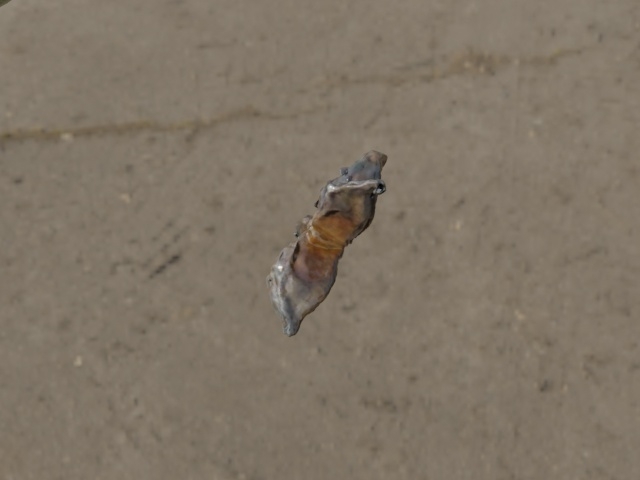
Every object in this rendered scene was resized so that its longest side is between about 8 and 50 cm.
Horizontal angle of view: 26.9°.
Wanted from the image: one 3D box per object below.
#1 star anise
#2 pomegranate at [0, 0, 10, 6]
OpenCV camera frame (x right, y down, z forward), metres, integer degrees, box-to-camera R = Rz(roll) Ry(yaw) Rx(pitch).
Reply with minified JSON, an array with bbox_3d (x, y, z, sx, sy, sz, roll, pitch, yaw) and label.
[{"bbox_3d":[0.002,-0.008,1.361,0.063,0.208,0.172,29,18,-7],"label":"star anise"},{"bbox_3d":[-0.229,-0.274,0.746,0.341,0.260,0.260,-54,46,0],"label":"pomegranate"}]
